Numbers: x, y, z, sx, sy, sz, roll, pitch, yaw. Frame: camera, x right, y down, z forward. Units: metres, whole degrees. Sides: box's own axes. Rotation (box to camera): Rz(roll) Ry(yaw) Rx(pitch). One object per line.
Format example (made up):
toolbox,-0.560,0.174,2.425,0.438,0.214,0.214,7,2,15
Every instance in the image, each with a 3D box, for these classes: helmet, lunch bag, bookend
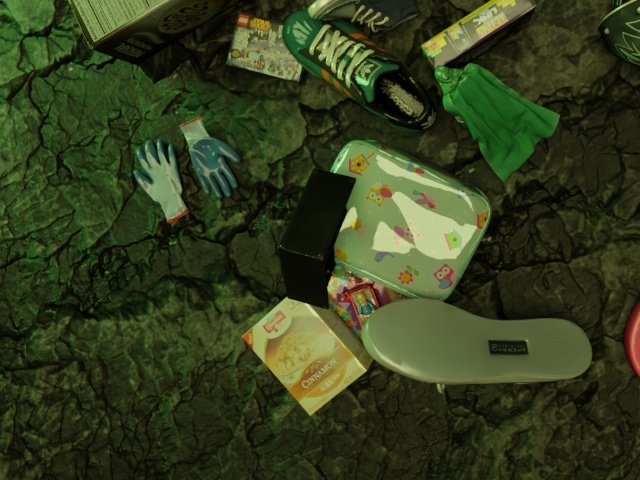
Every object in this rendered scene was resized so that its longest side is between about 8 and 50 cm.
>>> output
helmet,0.507,-0.336,1.003,0.169,0.169,0.161,15,81,9
lunch bag,0.124,-0.031,1.134,0.279,0.108,0.224,26,106,9
bookend,0.000,0.000,1.067,0.072,0.157,0.156,15,58,12

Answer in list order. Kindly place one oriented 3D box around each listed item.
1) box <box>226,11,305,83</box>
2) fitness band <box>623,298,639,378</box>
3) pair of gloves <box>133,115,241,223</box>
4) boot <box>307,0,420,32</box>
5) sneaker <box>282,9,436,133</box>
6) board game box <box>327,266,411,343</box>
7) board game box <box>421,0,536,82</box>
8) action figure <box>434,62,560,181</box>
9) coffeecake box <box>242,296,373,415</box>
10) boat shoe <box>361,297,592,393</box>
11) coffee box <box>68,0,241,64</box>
box,-0.088,-0.336,1.181,0.137,0.027,0.094,15,98,9
fitness band,0.628,0.129,1.086,0.209,0.054,0.291,36,100,5
pair of gloves,-0.242,-0.131,1.236,0.198,0.023,0.159,-25,93,13
boot,0.076,-0.373,1.091,0.190,0.069,0.086,-29,93,-21
sneaker,0.066,-0.283,1.100,0.302,0.121,0.108,34,97,0
board game box,0.075,0.118,1.197,0.169,0.033,0.133,25,100,7
board game box,0.245,-0.321,1.063,0.170,0.141,0.048,-31,90,13
action figure,0.258,-0.204,1.053,0.232,0.063,0.137,30,101,-34
coffeecake box,-0.022,0.189,1.197,0.142,0.068,0.185,-43,87,21
boat shoe,0.237,0.177,1.110,0.367,0.156,0.135,3,69,-10
coffee box,-0.250,-0.427,1.131,0.297,0.168,0.119,-26,91,13
